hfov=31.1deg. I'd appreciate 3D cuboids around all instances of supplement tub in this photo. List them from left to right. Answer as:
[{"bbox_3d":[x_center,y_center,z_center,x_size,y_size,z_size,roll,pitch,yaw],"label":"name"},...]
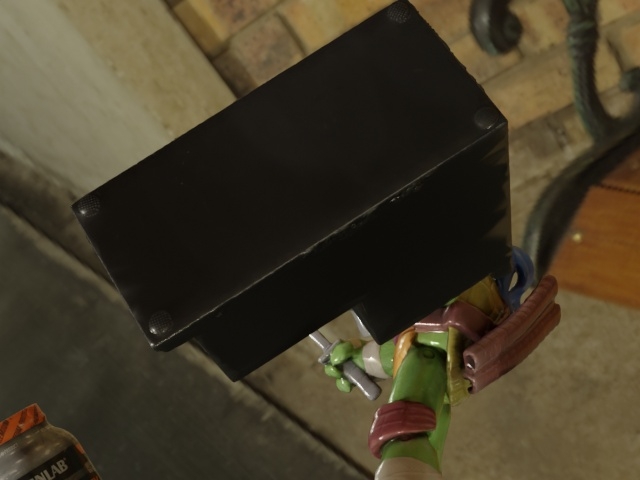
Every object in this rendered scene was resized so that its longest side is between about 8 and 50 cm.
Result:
[{"bbox_3d":[-0.370,0.393,1.562,0.194,0.316,0.193,-33,-1,0],"label":"supplement tub"}]

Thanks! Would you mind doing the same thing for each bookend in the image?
[{"bbox_3d":[0.000,0.000,0.503,0.156,0.157,0.072,-33,66,-4],"label":"bookend"}]

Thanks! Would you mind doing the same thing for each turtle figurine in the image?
[{"bbox_3d":[0.023,0.089,0.819,0.198,0.275,0.266,-43,33,51],"label":"turtle figurine"}]
